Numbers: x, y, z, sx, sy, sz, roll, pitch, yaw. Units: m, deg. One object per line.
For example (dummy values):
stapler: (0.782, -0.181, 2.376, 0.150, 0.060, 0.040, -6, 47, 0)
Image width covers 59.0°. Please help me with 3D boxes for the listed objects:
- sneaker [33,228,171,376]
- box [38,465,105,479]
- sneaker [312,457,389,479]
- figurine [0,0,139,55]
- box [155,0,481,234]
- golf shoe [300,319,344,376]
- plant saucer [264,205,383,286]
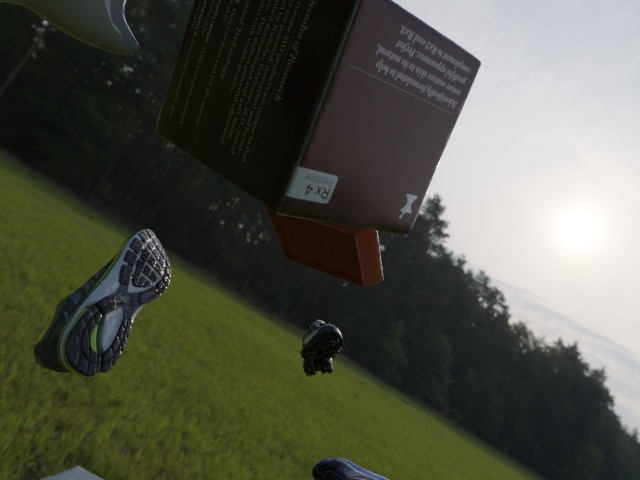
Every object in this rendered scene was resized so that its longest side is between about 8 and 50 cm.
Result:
sneaker: (-0.342, 0.086, 0.892, 0.121, 0.300, 0.111, -9, -59, 23)
box: (-0.461, 0.551, 0.999, 0.126, 0.233, 0.148, 7, 5, 33)
sneaker: (0.059, 0.579, 1.345, 0.232, 0.082, 0.090, -3, -4, 39)
figurine: (-0.199, -0.220, 0.324, 0.209, 0.215, 0.092, -3, 22, -30)
box: (-0.009, -0.126, 0.503, 0.168, 0.167, 0.203, 7, 19, -47)
golf shoe: (-0.006, 0.184, 1.060, 0.077, 0.094, 0.198, -1, -30, -11)
plant saucer: (0.000, 0.000, 1.206, 0.258, 0.048, 0.259, 19, -29, 22)
